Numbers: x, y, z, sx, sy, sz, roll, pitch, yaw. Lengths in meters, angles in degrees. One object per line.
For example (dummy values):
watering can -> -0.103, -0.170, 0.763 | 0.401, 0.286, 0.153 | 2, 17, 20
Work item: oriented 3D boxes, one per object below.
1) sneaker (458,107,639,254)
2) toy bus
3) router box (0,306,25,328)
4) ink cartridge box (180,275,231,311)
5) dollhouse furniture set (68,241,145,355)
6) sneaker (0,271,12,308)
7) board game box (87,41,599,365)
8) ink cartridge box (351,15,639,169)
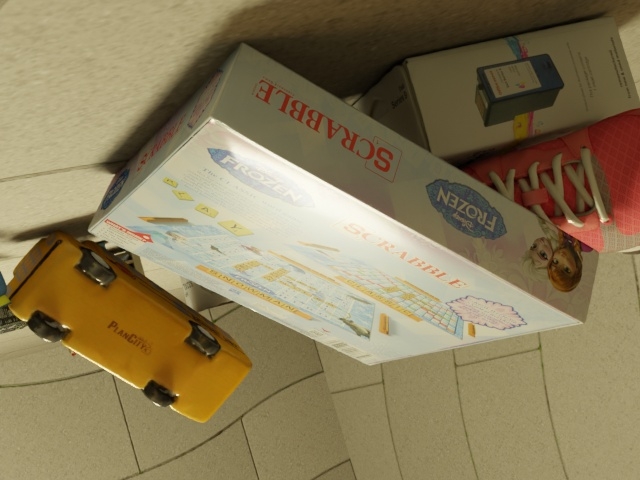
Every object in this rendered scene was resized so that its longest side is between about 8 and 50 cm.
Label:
sneaker -> 0.178, -0.024, 0.771 | 0.136, 0.116, 0.314 | -10, 173, -39
toy bus -> -0.234, 0.105, 1.141 | 0.108, 0.332, 0.130 | -49, -144, 1
router box -> -0.562, 0.141, 1.625 | 0.092, 0.038, 0.122 | -14, 174, -36
ink cartridge box -> -0.024, -0.008, 1.261 | 0.307, 0.129, 0.223 | -14, 176, -29
dollhouse furniture set -> -0.298, 0.077, 1.272 | 0.129, 0.129, 0.183 | -15, 175, -20
sneaker -> -0.410, 0.066, 0.921 | 0.069, 0.082, 0.209 | -18, -172, 34
board game box -> 0.000, 0.000, 0.760 | 0.318, 0.066, 0.318 | 28, 156, -20
ink cartridge box -> 0.152, -0.119, 0.836 | 0.212, 0.093, 0.154 | -13, 174, -18
